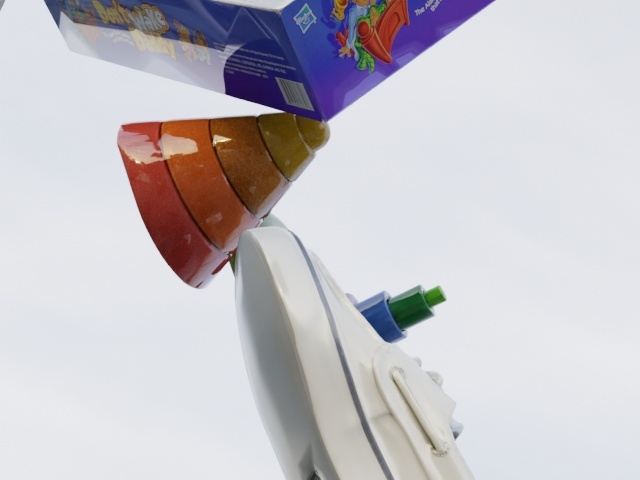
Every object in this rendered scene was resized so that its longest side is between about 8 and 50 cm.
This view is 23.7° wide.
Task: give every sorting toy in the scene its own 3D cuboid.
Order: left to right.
[{"bbox_3d":[0.000,0.000,1.086,0.126,0.127,0.365,-27,-32,13],"label":"sorting toy"}]

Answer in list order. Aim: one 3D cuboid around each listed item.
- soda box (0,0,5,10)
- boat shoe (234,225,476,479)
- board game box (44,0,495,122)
[{"bbox_3d":[-0.241,-0.115,0.863,0.069,0.074,0.216,37,-72,26],"label":"soda box"},{"bbox_3d":[0.030,0.103,0.776,0.258,0.084,0.095,67,-25,21],"label":"boat shoe"},{"bbox_3d":[-0.021,-0.199,1.042,0.347,0.233,0.078,21,-38,53],"label":"board game box"}]
